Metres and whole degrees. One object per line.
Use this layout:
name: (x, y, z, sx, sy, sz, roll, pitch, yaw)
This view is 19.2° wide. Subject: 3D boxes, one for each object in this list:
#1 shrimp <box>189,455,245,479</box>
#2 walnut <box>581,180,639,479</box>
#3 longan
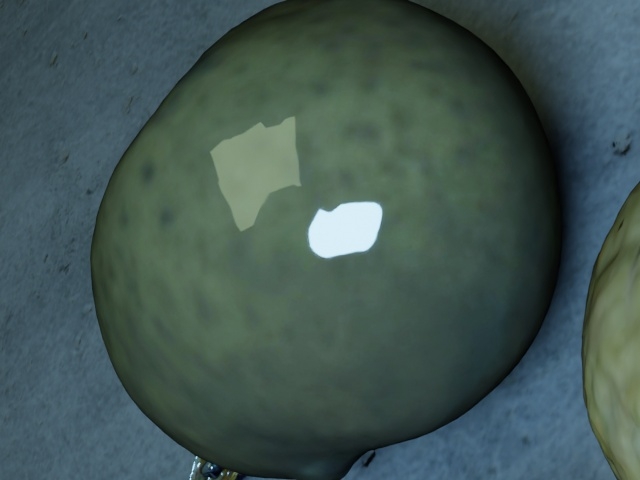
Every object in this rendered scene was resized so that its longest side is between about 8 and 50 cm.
shrimp: (-0.051, 0.059, 1.414, 0.169, 0.058, 0.296, 24, 89, 62)
walnut: (0.259, 0.046, 0.834, 0.296, 0.285, 0.285, -20, 55, 21)
longan: (0.000, 0.000, 1.192, 0.350, 0.288, 0.288, -39, 45, 42)
